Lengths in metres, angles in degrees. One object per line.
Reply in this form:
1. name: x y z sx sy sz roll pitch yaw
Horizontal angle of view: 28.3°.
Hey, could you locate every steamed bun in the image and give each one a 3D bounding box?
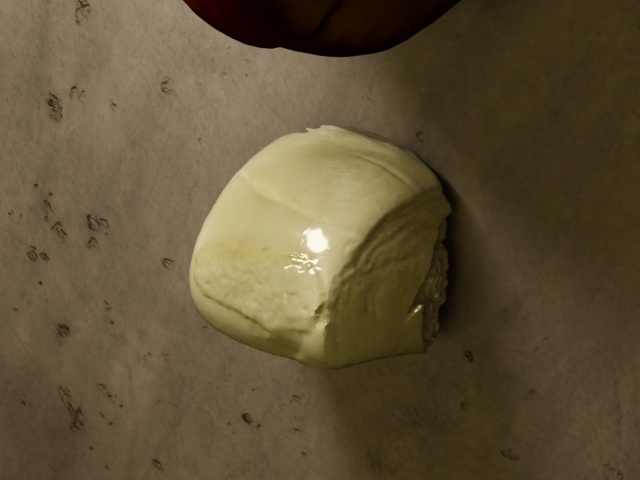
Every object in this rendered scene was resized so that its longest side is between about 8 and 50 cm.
1. steamed bun: 0.000 0.000 1.528 0.290 0.273 0.272 8 101 33

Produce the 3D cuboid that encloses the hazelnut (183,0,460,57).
1. hazelnut: 0.026 -0.387 1.213 0.402 0.402 0.429 37 136 19
